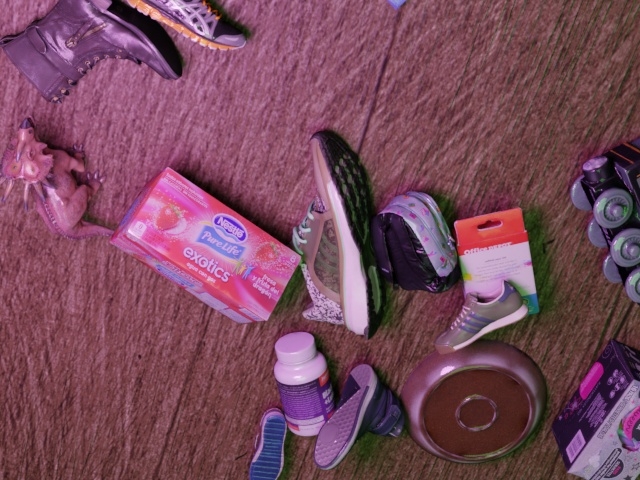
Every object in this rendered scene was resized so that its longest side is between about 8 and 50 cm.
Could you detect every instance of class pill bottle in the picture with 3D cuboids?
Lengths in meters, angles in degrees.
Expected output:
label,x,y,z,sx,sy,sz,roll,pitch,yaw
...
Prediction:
label,x,y,z,sx,sy,sz,roll,pitch,yaw
pill bottle,-0.033,0.285,1.968,0.108,0.108,0.193,-11,115,3

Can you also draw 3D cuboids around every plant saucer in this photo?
label,x,y,z,sx,sy,sz,roll,pitch,yaw
plant saucer,0.322,0.350,2.046,0.311,0.050,0.310,0,115,-1

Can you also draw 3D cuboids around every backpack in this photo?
label,x,y,z,sx,sy,sz,roll,pitch,yaw
backpack,0.175,0.002,1.829,0.152,0.115,0.182,-3,121,46

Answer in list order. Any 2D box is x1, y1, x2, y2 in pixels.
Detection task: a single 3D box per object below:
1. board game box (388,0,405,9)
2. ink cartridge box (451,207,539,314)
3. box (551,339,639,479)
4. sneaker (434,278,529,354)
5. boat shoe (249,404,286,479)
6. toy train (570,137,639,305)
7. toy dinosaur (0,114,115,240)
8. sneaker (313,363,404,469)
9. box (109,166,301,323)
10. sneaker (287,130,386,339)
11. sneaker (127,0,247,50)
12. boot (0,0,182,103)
label,x,y,z,sx,sy,sz,roll,pitch,yaw
board game box,0.109,-0.507,1.643,0.136,0.035,0.201,-40,110,16
ink cartridge box,0.331,0.038,1.882,0.134,0.078,0.231,-12,116,4
box,0.607,0.360,1.995,0.142,0.163,0.247,22,113,-10
sneaker,0.289,0.137,1.855,0.192,0.064,0.086,-27,106,14
boat shoe,-0.106,0.431,2.056,0.066,0.066,0.183,13,108,-10
toy train,0.603,-0.034,1.834,0.190,0.142,0.334,-29,113,1
toy dinosaur,-0.471,-0.083,1.729,0.127,0.200,0.295,-26,114,10
sneaker,0.085,0.386,1.975,0.163,0.086,0.226,51,60,-39
box,-0.210,0.017,1.788,0.300,0.154,0.142,34,70,-16
sneaker,0.000,0.000,1.829,0.182,0.158,0.410,-3,111,19
sneaker,-0.218,-0.391,1.662,0.215,0.084,0.083,26,107,-12
boot,-0.395,-0.317,1.697,0.263,0.091,0.229,43,112,-15
